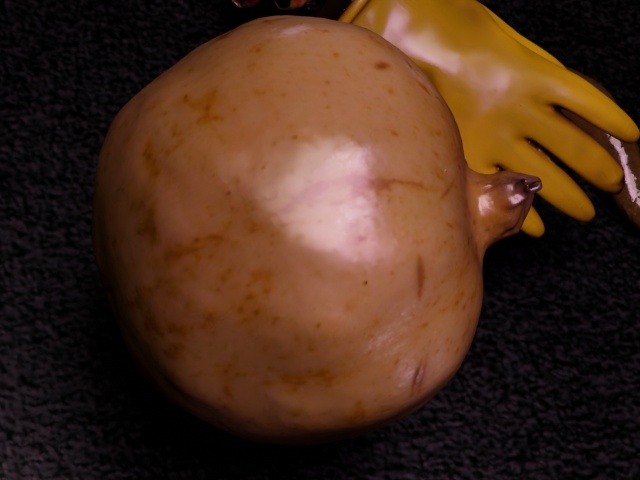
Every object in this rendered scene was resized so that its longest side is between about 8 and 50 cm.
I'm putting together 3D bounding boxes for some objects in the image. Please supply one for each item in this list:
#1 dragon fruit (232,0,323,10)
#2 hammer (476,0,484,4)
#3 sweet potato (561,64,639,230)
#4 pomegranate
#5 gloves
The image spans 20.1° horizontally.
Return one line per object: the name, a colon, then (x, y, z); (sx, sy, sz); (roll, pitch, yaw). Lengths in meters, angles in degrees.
dragon fruit: (-0.026, -0.278, 1.637); (0.136, 0.133, 0.166); (40, 57, 1)
hammer: (0.123, -0.156, 1.672); (0.078, 0.021, 0.201); (14, 58, -7)
sweet potato: (0.255, -0.096, 1.656); (0.069, 0.059, 0.249); (-39, 79, -9)
pomegranate: (0.000, 0.000, 1.366); (0.342, 0.342, 0.342); (7, 60, -11)
gloves: (0.134, -0.118, 1.510); (0.294, 0.116, 0.133); (36, 97, -11)
